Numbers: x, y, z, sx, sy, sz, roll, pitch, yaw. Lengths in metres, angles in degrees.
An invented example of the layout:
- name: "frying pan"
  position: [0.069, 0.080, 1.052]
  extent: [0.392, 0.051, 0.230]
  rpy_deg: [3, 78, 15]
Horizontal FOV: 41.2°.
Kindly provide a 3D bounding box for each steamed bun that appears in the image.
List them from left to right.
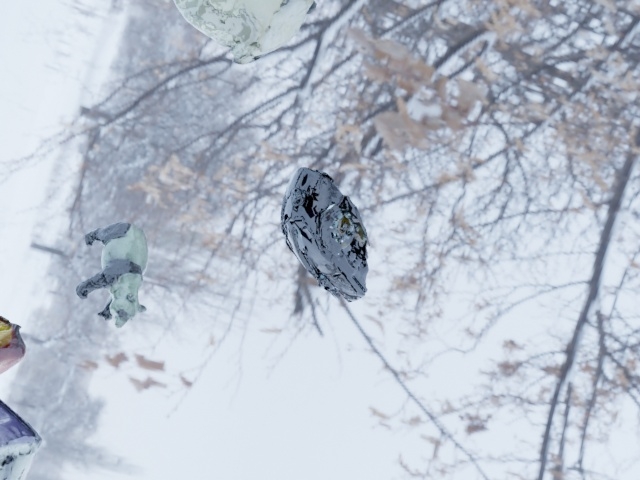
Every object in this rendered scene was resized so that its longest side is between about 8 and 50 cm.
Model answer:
- name: "steamed bun"
  position: [-0.090, -0.458, 1.156]
  extent: [0.237, 0.346, 0.394]
  rpy_deg: [123, -43, -66]

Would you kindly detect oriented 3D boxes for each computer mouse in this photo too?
- name: "computer mouse"
  position: [0.000, 0.000, 1.231]
  extent: [0.146, 0.077, 0.242]
  rpy_deg: [28, -35, 49]

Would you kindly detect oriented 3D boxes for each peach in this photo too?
- name: "peach"
  position: [-0.717, 0.214, 1.680]
  extent: [0.154, 0.267, 0.159]
  rpy_deg: [-69, 172, 26]

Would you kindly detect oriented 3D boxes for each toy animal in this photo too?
- name: "toy animal"
  position: [-0.371, 0.063, 1.564]
  extent: [0.121, 0.094, 0.225]
  rpy_deg: [-23, -138, 14]

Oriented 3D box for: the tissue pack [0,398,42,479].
- name: "tissue pack"
  position: [-0.591, 0.302, 1.271]
  extent: [0.125, 0.343, 0.242]
  rpy_deg: [1, 119, -62]
